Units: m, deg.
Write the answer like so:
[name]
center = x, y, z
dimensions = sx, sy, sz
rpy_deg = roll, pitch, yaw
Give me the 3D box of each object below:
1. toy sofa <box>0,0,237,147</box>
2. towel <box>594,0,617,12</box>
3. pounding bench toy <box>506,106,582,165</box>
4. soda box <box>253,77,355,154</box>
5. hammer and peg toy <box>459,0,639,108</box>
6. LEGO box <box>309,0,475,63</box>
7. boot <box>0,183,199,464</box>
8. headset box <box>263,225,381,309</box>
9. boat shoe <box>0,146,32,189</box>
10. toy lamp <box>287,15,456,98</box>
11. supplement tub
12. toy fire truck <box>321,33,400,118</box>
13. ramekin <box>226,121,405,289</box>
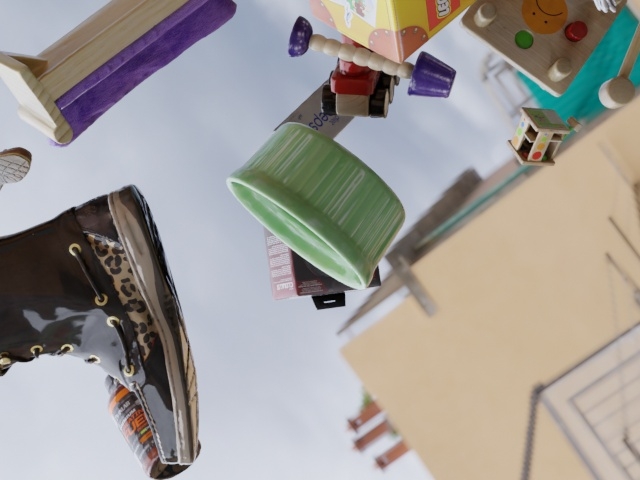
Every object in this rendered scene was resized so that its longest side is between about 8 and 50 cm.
[toy sofa]
center = -0.249, -0.272, 1.681
dimensions = 0.150, 0.362, 0.177
rpy_deg = 29, 154, 53
[towel]
center = 0.408, -0.485, 2.034
dimensions = 0.209, 0.034, 0.285
rpy_deg = 58, -167, -16
[pounding bench toy]
center = 0.302, -0.134, 1.659
dimensions = 0.083, 0.065, 0.052
rpy_deg = 1, -143, -24
[soda box]
center = -0.014, -0.228, 2.486
dimensions = 0.098, 0.091, 0.286
rpy_deg = 44, -137, -4
[hammer and peg toy]
center = 0.489, -0.427, 2.470
dimensions = 0.361, 0.266, 0.127
rpy_deg = 35, 171, -2
[LEGO box]
center = 0.134, -0.557, 1.663
dimensions = 0.193, 0.372, 0.500
rpy_deg = 34, 155, 33
[boot]
center = -0.322, 0.137, 1.629
dimensions = 0.138, 0.284, 0.377
rpy_deg = -107, 3, -77
[headset box]
center = 0.000, 0.000, 2.648
dimensions = 0.218, 0.110, 0.293
rpy_deg = -5, -94, -32
[boat shoe]
center = -0.563, -0.135, 2.213
dimensions = 0.064, 0.178, 0.060
rpy_deg = 34, -123, -26
[toy lamp]
center = 0.085, -0.293, 2.027
dimensions = 0.275, 0.080, 0.080
rpy_deg = 16, -163, 5
[supplement tub]
center = -0.287, 0.296, 2.074
dimensions = 0.198, 0.106, 0.106
rpy_deg = 51, -166, 32
[toy fire truck]
center = 0.055, -0.369, 2.249
dimensions = 0.217, 0.158, 0.246
rpy_deg = -67, -20, -56
[ramekin]
center = 0.001, -0.065, 2.135
dimensions = 0.303, 0.148, 0.303
rpy_deg = 37, 171, 7
